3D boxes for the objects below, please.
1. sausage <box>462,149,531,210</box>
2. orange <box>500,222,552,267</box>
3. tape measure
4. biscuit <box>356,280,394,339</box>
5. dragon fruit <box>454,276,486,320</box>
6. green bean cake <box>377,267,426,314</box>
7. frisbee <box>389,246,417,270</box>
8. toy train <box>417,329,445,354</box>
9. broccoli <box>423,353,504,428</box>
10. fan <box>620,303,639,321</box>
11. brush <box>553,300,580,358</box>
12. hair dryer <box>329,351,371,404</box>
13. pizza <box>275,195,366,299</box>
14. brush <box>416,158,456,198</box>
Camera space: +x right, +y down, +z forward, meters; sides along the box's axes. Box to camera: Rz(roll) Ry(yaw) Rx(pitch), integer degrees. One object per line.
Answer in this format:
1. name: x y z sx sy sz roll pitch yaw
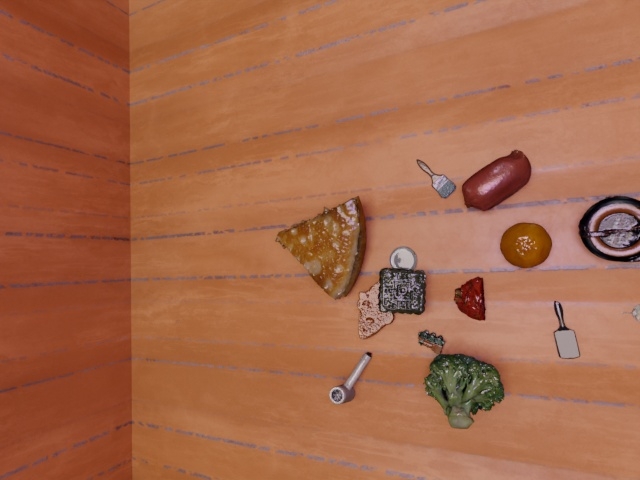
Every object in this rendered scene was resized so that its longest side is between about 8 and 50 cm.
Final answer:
1. sausage: 0.611 -0.202 1.411 0.255 0.148 0.148 -34 73 20
2. orange: 0.689 0.015 1.365 0.159 0.136 0.158 0 90 28
3. tape measure: 0.929 -0.035 1.254 0.223 0.135 0.202 14 104 28
4. biscuit: 0.228 0.274 1.629 0.183 0.043 0.280 25 100 21
5. dragon fruit: 0.535 0.213 1.464 0.107 0.083 0.162 -3 88 28
6. green bean cake: 0.309 0.192 1.541 0.182 0.094 0.172 4 87 11
7. frisbee: 0.328 0.078 1.607 0.110 0.014 0.110 -1 87 25
8. toy train: 0.417 0.382 1.535 0.103 0.044 0.064 19 106 26
9. broccoli: 0.479 0.504 1.376 0.270 0.270 0.269 10 119 17
10. fan: 1.002 0.235 1.273 0.080 0.003 0.060 -32 73 21
11. brush: 0.813 0.297 1.357 0.063 0.016 0.193 -12 83 25
12. hair dryer: 0.135 0.551 1.631 0.073 0.131 0.236 36 90 26
13. pizza: 0.000 0.000 1.712 0.407 0.130 0.439 16 105 26
14. brush: 0.436 -0.248 1.567 0.070 0.021 0.196 -45 68 18
